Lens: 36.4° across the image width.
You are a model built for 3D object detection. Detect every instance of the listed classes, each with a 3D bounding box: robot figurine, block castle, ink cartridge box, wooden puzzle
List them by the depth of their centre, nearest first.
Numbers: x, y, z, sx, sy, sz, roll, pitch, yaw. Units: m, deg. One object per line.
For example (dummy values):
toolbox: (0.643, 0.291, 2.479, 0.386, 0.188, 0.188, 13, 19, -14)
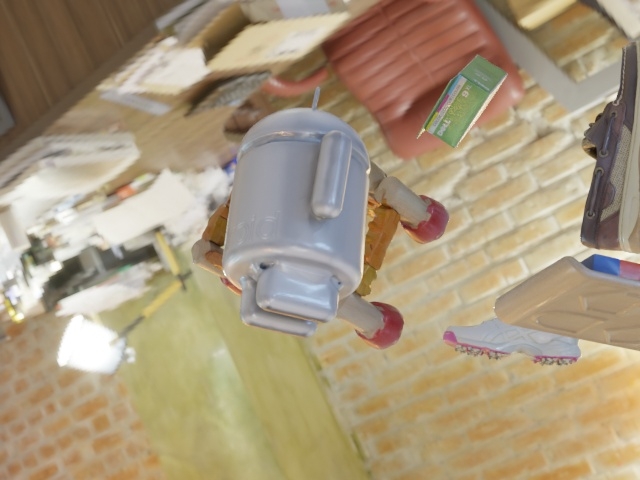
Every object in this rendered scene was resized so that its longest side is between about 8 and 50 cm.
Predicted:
robot figurine: (-0.031, -0.044, 1.410, 0.199, 0.354, 0.300, 16, 152, -21)
ink cartridge box: (0.227, -0.217, 1.549, 0.109, 0.062, 0.209, -58, 174, 28)
wooden puzzle: (0.519, 0.110, 1.690, 0.347, 0.081, 0.322, 16, 159, -9)
block castle: (0.000, 0.000, 1.862, 0.453, 0.303, 0.212, 17, 170, 41)

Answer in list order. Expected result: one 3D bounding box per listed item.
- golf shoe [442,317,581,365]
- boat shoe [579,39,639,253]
golf shoe: (0.423, 0.198, 2.155, 0.306, 0.140, 0.115, 6, 169, -3)
boat shoe: (0.375, -0.121, 1.227, 0.092, 0.285, 0.103, 0, 164, 27)
